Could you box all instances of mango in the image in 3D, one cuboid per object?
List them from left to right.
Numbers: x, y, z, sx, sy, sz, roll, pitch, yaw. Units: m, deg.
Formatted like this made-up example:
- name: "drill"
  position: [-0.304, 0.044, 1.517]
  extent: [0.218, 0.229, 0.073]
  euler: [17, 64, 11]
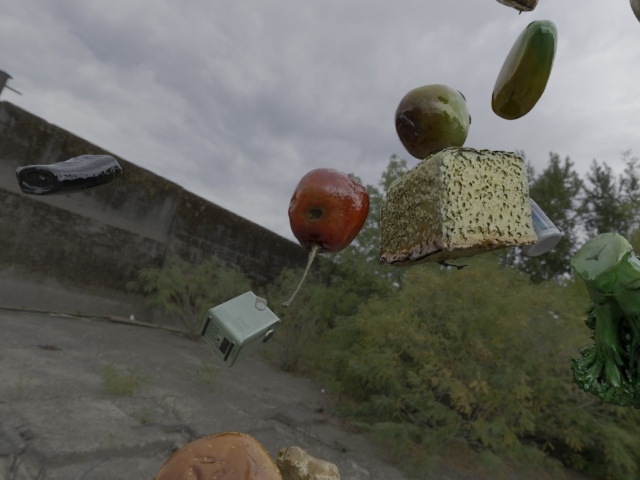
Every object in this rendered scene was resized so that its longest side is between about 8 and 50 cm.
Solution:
- name: "mango"
  position: [0.407, -0.336, 0.800]
  extent: [0.092, 0.130, 0.194]
  euler: [12, -34, 9]

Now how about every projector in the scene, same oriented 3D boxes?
- name: "projector"
  position: [-0.272, 0.301, 1.414]
  extent: [0.177, 0.163, 0.243]
  euler: [40, 30, 18]

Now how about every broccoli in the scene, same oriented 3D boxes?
- name: "broccoli"
  position: [0.446, 0.098, 0.523]
  extent: [0.269, 0.254, 0.269]
  euler: [24, -29, 14]

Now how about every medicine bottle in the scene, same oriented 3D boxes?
- name: "medicine bottle"
  position: [0.591, -0.056, 1.163]
  extent: [0.107, 0.191, 0.107]
  euler: [-12, -38, -10]

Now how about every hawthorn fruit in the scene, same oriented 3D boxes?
- name: "hawthorn fruit"
  position: [0.000, 0.000, 0.769]
  extent: [0.165, 0.285, 0.165]
  euler: [13, -16, 4]

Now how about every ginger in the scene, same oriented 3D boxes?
- name: "ginger"
  position: [-0.041, 0.652, 1.153]
  extent: [0.193, 0.122, 0.115]
  euler: [-16, 11, 18]

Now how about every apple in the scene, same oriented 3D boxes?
- name: "apple"
  position: [0.317, -0.336, 1.141]
  extent: [0.207, 0.188, 0.174]
  euler: [-18, -18, 17]

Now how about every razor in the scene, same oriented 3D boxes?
- name: "razor"
  position: [-0.409, -0.107, 0.663]
  extent: [0.090, 0.054, 0.148]
  euler: [0, 19, 13]

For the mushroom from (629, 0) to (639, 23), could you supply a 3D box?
- name: "mushroom"
  position: [0.258, -0.158, 0.208]
  extent: [0.154, 0.154, 0.122]
  euler: [8, -40, 30]

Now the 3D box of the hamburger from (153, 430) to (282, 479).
- name: "hamburger"
  position: [-0.244, 0.616, 0.966]
  extent: [0.314, 0.170, 0.290]
  euler: [-15, 39, -34]

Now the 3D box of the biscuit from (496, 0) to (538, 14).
- name: "biscuit"
  position: [0.406, -0.552, 0.881]
  extent: [0.183, 0.061, 0.118]
  euler: [13, 26, -10]

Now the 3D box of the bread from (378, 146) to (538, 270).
- name: "bread"
  position: [0.304, -0.053, 0.951]
  extent: [0.279, 0.248, 0.315]
  euler: [-2, -8, -8]
